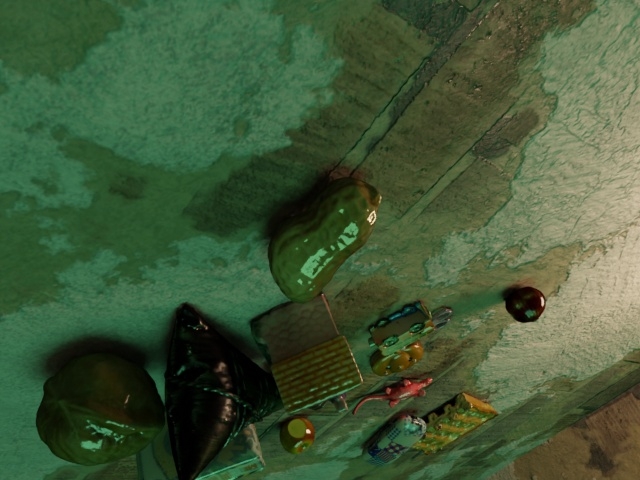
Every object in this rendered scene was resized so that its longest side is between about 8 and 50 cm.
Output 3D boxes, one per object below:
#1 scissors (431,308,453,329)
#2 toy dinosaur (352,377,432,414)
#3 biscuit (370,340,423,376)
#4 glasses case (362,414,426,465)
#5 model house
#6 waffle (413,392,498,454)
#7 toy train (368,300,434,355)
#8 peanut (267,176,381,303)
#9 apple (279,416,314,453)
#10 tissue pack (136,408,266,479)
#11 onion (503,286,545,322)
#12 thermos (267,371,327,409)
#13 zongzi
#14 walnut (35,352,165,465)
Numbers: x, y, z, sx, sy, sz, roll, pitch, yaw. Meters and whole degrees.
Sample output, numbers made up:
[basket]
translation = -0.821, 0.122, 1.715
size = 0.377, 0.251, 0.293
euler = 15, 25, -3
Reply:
[scissors]
translation = 0.280, 0.248, 1.690
size = 0.212, 0.021, 0.110
euler = -18, 146, -7
[toy dinosaur]
translation = 0.242, 0.523, 1.994
size = 0.286, 0.070, 0.139
euler = -22, 165, 1
[biscuit]
translation = 0.231, 0.354, 1.770
size = 0.170, 0.050, 0.170
euler = -15, 142, -12
[glasses case]
translation = 0.277, 0.767, 2.260
size = 0.125, 0.076, 0.327
euler = 25, 125, -14
[model house]
translation = -0.027, 0.301, 1.416
size = 0.202, 0.237, 0.237
euler = -20, 143, -6
[waffle]
translation = 0.515, 0.742, 2.373
size = 0.348, 0.077, 0.304
euler = -37, 142, 18
[toy train]
translation = 0.218, 0.241, 1.611
size = 0.188, 0.072, 0.099
euler = -30, 148, 8
[peanut]
translation = -0.008, 0.002, 1.138
size = 0.159, 0.143, 0.291
euler = 5, 133, -47
[apple]
translation = -0.074, 0.630, 1.905
size = 0.114, 0.102, 0.099
euler = -11, 140, -17
[tissue pack]
translation = -0.322, 0.536, 1.556
size = 0.311, 0.228, 0.128
euler = -17, 141, -7
[onion]
translation = 0.593, 0.181, 1.708
size = 0.118, 0.118, 0.117
euler = -47, 170, 29
[thermos]
translation = -0.076, 0.401, 1.637
size = 0.232, 0.099, 0.124
euler = 33, 86, -46
[zongzi]
translation = -0.249, 0.389, 1.321
size = 0.319, 0.362, 0.383
euler = -6, 146, 7
[walnut]
translation = -0.462, 0.364, 1.275
size = 0.283, 0.283, 0.227
euler = 37, 73, -49
